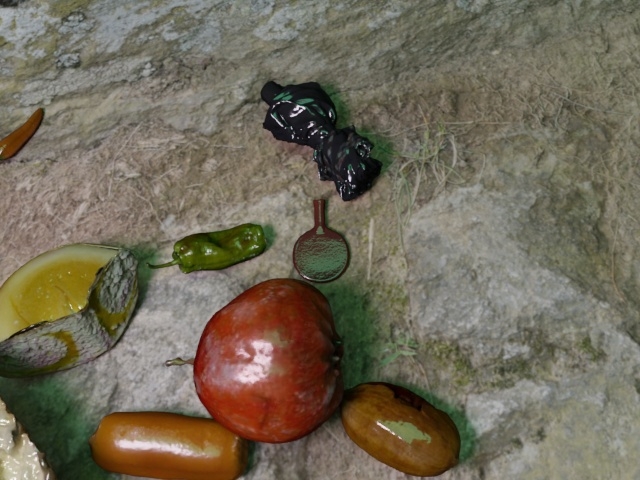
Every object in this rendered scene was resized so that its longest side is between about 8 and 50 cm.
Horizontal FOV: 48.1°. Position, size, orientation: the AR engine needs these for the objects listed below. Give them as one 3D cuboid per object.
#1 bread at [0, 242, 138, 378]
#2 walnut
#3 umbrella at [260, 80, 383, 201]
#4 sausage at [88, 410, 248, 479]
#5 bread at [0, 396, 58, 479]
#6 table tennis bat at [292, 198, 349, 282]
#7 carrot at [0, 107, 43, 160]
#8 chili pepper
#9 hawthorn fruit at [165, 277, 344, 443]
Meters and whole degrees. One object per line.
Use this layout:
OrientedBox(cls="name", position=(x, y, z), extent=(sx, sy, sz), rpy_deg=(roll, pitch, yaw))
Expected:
OrientedBox(cls="bread", position=(-0.407, 0.099, 1.142), extent=(0.261, 0.158, 0.156), rpy_deg=(-23, 57, -7))
OrientedBox(cls="walnut", position=(0.112, 0.275, 1.065), extent=(0.207, 0.116, 0.116), rpy_deg=(22, 68, 19))
OrientedBox(cls="umbrella", position=(-0.003, -0.193, 1.276), extent=(0.272, 0.110, 0.122), rpy_deg=(45, 110, 20))
OrientedBox(cls="sausage", position=(-0.227, 0.305, 1.069), extent=(0.238, 0.098, 0.098), rpy_deg=(5, 66, 3))
OrientedBox(cls="bread", position=(-0.500, 0.320, 0.977), extent=(0.211, 0.270, 0.315), rpy_deg=(-33, 76, -28))
OrientedBox(cls="table tennis bat", position=(0.000, 0.000, 1.235), extent=(0.098, 0.019, 0.154), rpy_deg=(-2, 68, 2))
OrientedBox(cls="carrot", position=(-0.561, -0.196, 1.336), extent=(0.035, 0.035, 0.142), rpy_deg=(27, 63, 13))
OrientedBox(cls="chili pepper", position=(-0.194, 0.017, 1.206), extent=(0.204, 0.073, 0.072), rpy_deg=(-14, 48, -16))
OrientedBox(cls="hawthorn fruit", position=(-0.100, 0.179, 1.054), extent=(0.272, 0.242, 0.242), rpy_deg=(-10, 65, 10))
